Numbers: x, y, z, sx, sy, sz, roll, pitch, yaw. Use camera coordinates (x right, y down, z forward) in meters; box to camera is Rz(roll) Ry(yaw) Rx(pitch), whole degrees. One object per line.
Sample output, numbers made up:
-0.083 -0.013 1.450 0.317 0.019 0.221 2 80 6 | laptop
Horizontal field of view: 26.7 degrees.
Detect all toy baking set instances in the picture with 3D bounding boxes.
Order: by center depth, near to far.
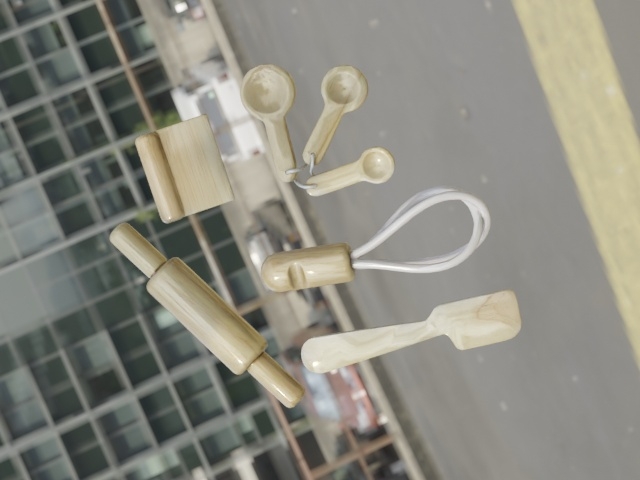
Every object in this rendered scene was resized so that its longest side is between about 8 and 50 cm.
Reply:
-0.006 0.004 0.850 0.256 0.197 0.030 47 -169 2 | toy baking set
